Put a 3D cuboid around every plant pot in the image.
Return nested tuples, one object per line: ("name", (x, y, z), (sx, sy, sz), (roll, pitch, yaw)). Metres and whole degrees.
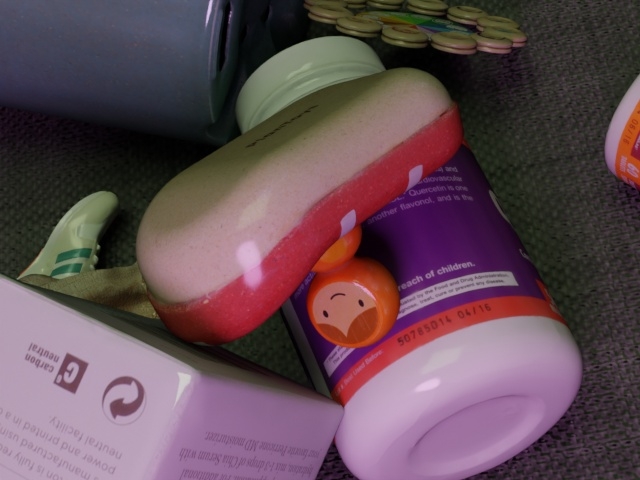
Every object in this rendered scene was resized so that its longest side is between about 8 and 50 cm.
("plant pot", (-0.191, -0.237, 1.229), (0.334, 0.341, 0.341), (17, 67, 12))

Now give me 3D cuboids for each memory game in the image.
("memory game", (0.077, -0.180, 1.221), (0.186, 0.186, 0.012), (17, 111, 22))

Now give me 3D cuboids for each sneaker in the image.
("sneaker", (-0.202, 0.036, 1.228), (0.075, 0.057, 0.161), (35, 73, 10))

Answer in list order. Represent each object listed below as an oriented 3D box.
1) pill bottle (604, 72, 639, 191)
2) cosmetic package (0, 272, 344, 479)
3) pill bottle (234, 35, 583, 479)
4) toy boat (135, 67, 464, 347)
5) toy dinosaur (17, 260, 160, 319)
("pill bottle", (0.328, -0.047, 1.094), (0.221, 0.121, 0.121), (37, 76, 28))
("cosmetic package", (-0.177, 0.267, 0.913), (0.162, 0.230, 0.453), (23, 87, 25))
("pill bottle", (0.048, 0.007, 1.099), (0.182, 0.181, 0.323), (-24, 59, 0))
("toy boat", (0.000, 0.000, 0.939), (0.231, 0.151, 0.151), (-35, 16, -34))
("toy dinosaur", (-0.216, 0.103, 1.141), (0.296, 0.200, 0.127), (-39, 48, 13))
